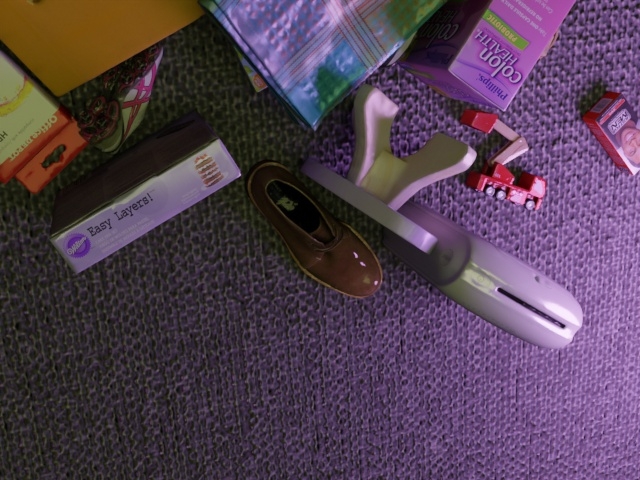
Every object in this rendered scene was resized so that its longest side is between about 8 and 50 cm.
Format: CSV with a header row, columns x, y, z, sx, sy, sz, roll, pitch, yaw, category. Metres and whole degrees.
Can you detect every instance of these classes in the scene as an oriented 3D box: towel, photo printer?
x,y,z,sx,sy,sz,roll,pitch,yaw,category
0.043,-0.356,1.072,0.370,0.040,0.271,-43,131,1,towel
0.259,0.056,1.268,0.256,0.307,0.107,29,96,-23,photo printer

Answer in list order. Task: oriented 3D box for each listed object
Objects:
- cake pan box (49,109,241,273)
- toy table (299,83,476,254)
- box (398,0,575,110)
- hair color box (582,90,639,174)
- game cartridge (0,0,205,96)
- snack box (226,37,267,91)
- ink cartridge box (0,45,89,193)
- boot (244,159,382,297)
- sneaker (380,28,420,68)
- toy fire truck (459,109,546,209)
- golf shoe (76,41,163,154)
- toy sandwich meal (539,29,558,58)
x,y,z,sx,sy,sz,roll,pitch,yaw,category
-0.258,-0.077,1.108,0.267,0.246,0.070,-32,112,-6,cake pan box
0.106,-0.110,1.200,0.161,0.274,0.252,-58,147,3,toy table
0.255,-0.341,1.200,0.117,0.213,0.243,29,96,-22,box
0.543,-0.193,1.421,0.072,0.043,0.141,-46,113,-1,hair color box
-0.307,-0.363,1.008,0.324,0.052,0.285,-24,132,16,game cartridge
-0.062,-0.306,1.211,0.141,0.037,0.100,-29,111,-6,snack box
-0.449,-0.178,1.111,0.134,0.078,0.231,-45,113,0,ink cartridge box
0.000,0.000,1.279,0.112,0.115,0.305,-46,114,-2,boot
0.119,-0.397,1.199,0.108,0.100,0.271,11,115,-6,sneaker
0.319,-0.139,1.368,0.192,0.047,0.135,16,99,-21,toy fire truck
-0.287,-0.215,1.164,0.067,0.086,0.186,26,81,20,golf shoe
0.371,-0.353,1.330,0.085,0.029,0.085,-5,107,-15,toy sandwich meal
